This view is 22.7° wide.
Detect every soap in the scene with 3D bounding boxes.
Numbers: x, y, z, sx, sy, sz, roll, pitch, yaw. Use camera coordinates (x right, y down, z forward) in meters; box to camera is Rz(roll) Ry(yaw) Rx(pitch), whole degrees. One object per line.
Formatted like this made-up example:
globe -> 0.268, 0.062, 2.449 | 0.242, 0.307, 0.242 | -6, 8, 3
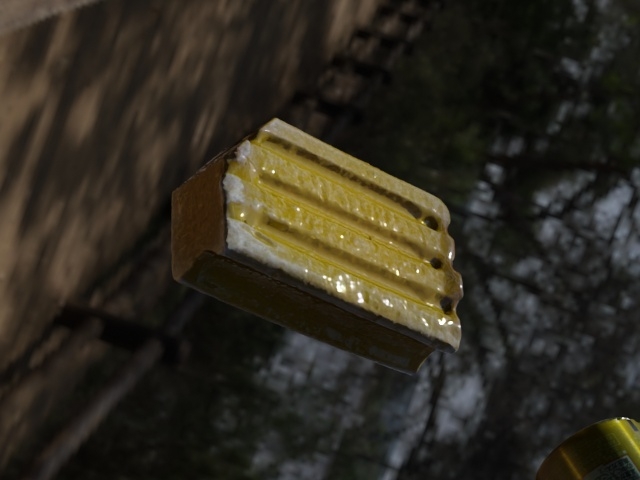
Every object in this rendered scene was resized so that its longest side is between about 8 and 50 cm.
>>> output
soap -> 0.000, 0.000, 1.196 | 0.073, 0.232, 0.140 | -36, -135, 36

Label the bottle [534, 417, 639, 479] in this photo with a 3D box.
bottle -> 0.227, 0.234, 0.922 | 0.286, 0.082, 0.082 | 59, -33, 36
